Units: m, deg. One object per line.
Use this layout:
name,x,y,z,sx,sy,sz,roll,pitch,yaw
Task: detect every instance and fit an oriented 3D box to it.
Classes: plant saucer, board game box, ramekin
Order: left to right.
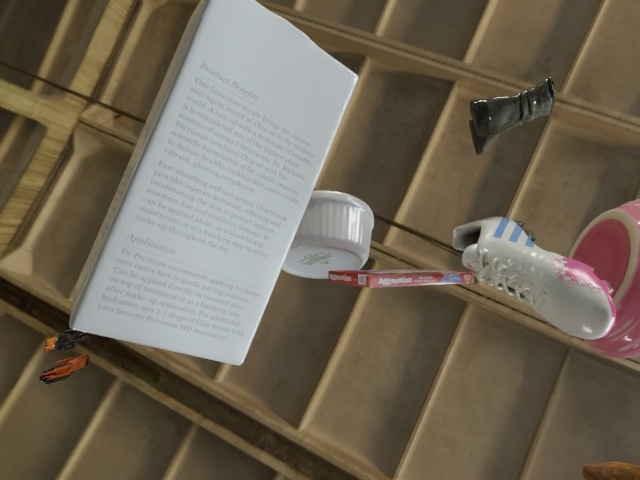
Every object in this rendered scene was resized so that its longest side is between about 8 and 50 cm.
ramekin,0.000,0.000,1.037,0.273,0.273,0.127,-6,-115,13
board game box,0.174,0.078,0.897,0.281,0.145,0.027,1,-90,-30
plant saucer,0.598,0.066,0.855,0.084,0.332,0.332,16,-89,5

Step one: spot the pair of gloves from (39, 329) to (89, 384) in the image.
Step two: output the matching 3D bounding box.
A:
pair of gloves,-0.368,0.164,0.610,0.074,0.010,0.083,-21,-132,0

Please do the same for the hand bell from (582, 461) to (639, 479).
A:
hand bell,0.372,0.247,0.398,0.126,0.242,0.126,8,-106,-27

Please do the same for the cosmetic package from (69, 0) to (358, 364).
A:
cosmetic package,-0.151,-0.081,0.606,0.230,0.161,0.453,24,-93,-30

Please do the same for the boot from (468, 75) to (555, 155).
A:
boot,0.410,-0.257,0.903,0.161,0.246,0.083,-13,-97,17

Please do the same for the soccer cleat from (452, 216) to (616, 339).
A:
soccer cleat,0.327,0.056,0.705,0.143,0.331,0.116,-4,-66,-4
